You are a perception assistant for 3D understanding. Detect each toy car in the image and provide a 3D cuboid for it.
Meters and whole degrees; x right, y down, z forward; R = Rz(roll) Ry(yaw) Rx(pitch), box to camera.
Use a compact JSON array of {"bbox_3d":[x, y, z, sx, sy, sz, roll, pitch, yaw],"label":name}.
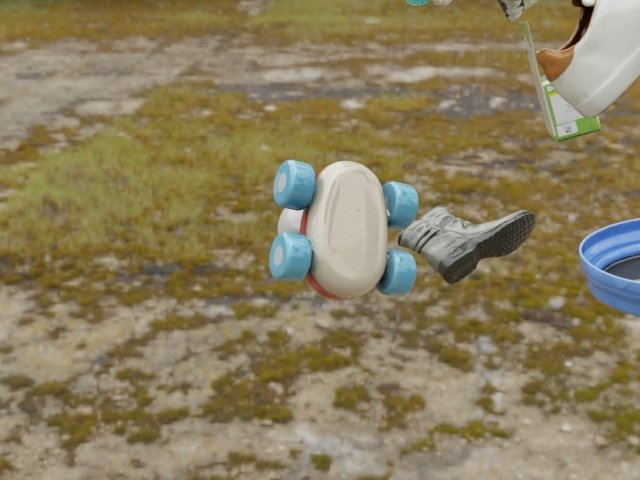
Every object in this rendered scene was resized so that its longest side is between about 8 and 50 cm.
[{"bbox_3d":[0.000,0.000,1.558,0.219,0.210,0.238,9,-15,-26],"label":"toy car"}]

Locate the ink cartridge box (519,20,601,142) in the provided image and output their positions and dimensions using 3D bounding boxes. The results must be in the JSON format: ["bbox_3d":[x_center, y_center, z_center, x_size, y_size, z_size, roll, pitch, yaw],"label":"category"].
[{"bbox_3d":[0.498,-0.347,2.077,0.097,0.255,0.189,-15,10,10],"label":"ink cartridge box"}]

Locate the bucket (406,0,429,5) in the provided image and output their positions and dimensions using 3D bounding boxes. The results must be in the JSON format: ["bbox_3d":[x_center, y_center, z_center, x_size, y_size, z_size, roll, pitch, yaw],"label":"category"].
[{"bbox_3d":[0.173,-0.592,1.839,0.281,0.281,0.183,14,68,28],"label":"bucket"}]

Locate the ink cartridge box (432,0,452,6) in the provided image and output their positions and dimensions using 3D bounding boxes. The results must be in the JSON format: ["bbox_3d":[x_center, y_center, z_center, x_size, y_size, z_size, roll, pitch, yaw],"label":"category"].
[{"bbox_3d":[0.151,-0.417,1.033,0.198,0.273,0.115,42,4,-43],"label":"ink cartridge box"}]

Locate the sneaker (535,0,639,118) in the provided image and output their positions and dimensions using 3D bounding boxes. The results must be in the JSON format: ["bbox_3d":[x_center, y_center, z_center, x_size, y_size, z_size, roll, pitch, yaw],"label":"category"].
[{"bbox_3d":[0.362,-0.281,1.111,0.123,0.290,0.106,42,6,-4],"label":"sneaker"}]

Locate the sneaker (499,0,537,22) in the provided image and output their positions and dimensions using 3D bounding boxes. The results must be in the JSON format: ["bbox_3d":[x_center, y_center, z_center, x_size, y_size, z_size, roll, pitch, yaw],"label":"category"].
[{"bbox_3d":[0.403,-0.545,2.001,0.118,0.110,0.292,-25,-12,11],"label":"sneaker"}]

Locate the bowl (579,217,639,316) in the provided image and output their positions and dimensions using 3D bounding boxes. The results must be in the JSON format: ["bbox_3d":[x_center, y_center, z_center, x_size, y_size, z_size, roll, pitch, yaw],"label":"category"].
[{"bbox_3d":[0.673,0.047,1.812,0.391,0.077,0.391,-6,18,2],"label":"bowl"}]

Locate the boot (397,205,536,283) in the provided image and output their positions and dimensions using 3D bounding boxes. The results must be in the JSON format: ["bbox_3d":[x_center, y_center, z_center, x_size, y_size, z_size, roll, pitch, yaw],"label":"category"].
[{"bbox_3d":[0.283,-0.026,1.931,0.246,0.083,0.161,-27,46,-20],"label":"boot"}]
